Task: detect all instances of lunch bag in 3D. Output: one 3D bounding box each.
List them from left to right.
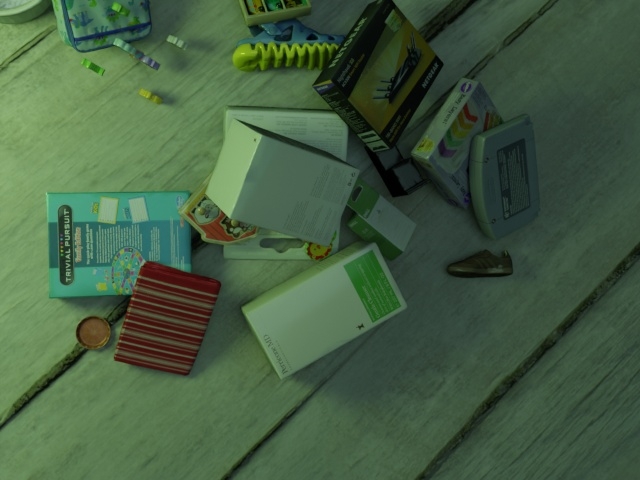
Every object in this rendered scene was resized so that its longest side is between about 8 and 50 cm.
[{"bbox_3d":[-0.510,-0.542,1.773,0.219,0.090,0.176,-23,127,-32],"label":"lunch bag"}]

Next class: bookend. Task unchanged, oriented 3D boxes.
[{"bbox_3d":[0.195,-0.196,1.923,0.072,0.156,0.157,-31,95,-7],"label":"bookend"}]

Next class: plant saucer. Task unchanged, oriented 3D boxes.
[{"bbox_3d":[-0.559,0.226,1.851,0.083,0.013,0.083,0,90,-10],"label":"plant saucer"}]

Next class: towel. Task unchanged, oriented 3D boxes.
[{"bbox_3d":[-0.372,0.193,1.826,0.199,0.031,0.275,16,109,-17],"label":"towel"}]

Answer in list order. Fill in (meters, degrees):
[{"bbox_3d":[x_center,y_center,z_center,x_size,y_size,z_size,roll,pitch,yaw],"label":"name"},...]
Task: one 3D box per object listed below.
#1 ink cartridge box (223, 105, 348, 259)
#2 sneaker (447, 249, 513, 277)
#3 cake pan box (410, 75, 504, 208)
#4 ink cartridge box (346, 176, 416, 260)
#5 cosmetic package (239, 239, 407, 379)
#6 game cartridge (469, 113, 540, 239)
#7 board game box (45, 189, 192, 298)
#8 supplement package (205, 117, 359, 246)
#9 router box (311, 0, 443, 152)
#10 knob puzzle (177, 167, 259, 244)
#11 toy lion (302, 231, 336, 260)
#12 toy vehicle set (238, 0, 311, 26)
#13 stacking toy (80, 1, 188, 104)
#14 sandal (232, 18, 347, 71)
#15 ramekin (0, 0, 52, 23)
[{"bbox_3d":[-0.095,-0.145,1.925,0.308,0.091,0.385,1,107,-11],"label":"ink cartridge box"},{"bbox_3d":[0.426,0.061,2.024,0.188,0.066,0.071,2,73,-16],"label":"sneaker"},{"bbox_3d":[0.371,-0.243,1.940,0.246,0.070,0.267,-53,136,-7],"label":"cake pan box"},{"bbox_3d":[0.138,-0.057,1.938,0.209,0.062,0.109,39,50,-9],"label":"ink cartridge box"},{"bbox_3d":[0.004,0.168,1.888,0.365,0.155,0.197,-30,99,-10],"label":"cosmetic package"},{"bbox_3d":[0.479,-0.160,1.962,0.198,0.062,0.297,-23,118,-19],"label":"game cartridge"},{"bbox_3d":[-0.484,0.007,1.832,0.336,0.079,0.253,-1,91,-11],"label":"board game box"},{"bbox_3d":[-0.092,-0.136,1.749,0.263,0.198,0.199,16,102,-30],"label":"supplement package"},{"bbox_3d":[0.150,-0.414,1.879,0.243,0.081,0.309,43,64,-26],"label":"router box"},{"bbox_3d":[-0.221,-0.071,1.840,0.213,0.030,0.213,-5,103,-22],"label":"knob puzzle"},{"bbox_3d":[0.000,0.000,1.927,0.100,0.034,0.096,-38,119,2],"label":"toy lion"},{"bbox_3d":[-0.139,-0.663,1.874,0.166,0.035,0.267,-14,71,-11],"label":"toy vehicle set"},{"bbox_3d":[-0.437,-0.442,1.792,0.221,0.052,0.167,24,95,-47],"label":"stacking toy"},{"bbox_3d":[-0.065,-0.508,1.898,0.317,0.126,0.138,-2,76,-15],"label":"sandal"},{"bbox_3d":[-0.744,-0.644,1.757,0.277,0.135,0.277,0,90,-12],"label":"ramekin"}]
